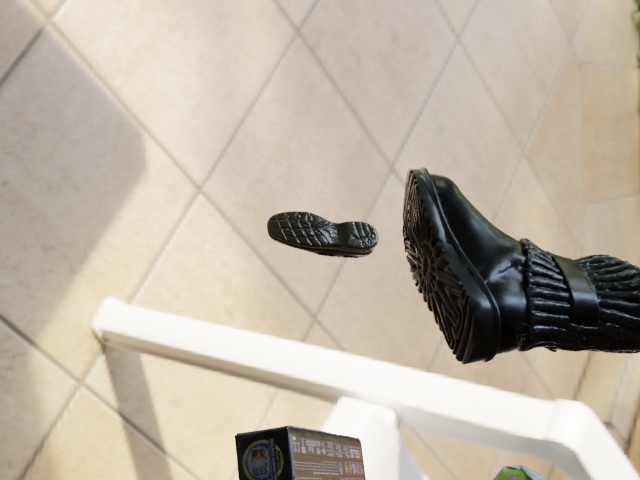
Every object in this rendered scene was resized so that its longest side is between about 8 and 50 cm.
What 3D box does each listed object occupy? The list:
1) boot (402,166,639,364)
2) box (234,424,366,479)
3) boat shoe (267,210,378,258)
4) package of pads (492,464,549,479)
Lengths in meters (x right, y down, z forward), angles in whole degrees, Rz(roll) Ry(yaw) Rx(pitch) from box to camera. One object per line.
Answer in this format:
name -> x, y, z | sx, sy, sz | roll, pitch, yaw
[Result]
boot -> 0.264, 0.027, 1.377 | 0.260, 0.348, 0.131 | -5, 135, -14
box -> -0.006, 0.314, 1.093 | 0.270, 0.060, 0.216 | 36, 46, -68
boat shoe -> 0.000, 0.000, 1.636 | 0.178, 0.060, 0.064 | 8, 56, -8
package of pads -> 0.154, 0.360, 0.878 | 0.296, 0.101, 0.229 | -51, 126, -3
